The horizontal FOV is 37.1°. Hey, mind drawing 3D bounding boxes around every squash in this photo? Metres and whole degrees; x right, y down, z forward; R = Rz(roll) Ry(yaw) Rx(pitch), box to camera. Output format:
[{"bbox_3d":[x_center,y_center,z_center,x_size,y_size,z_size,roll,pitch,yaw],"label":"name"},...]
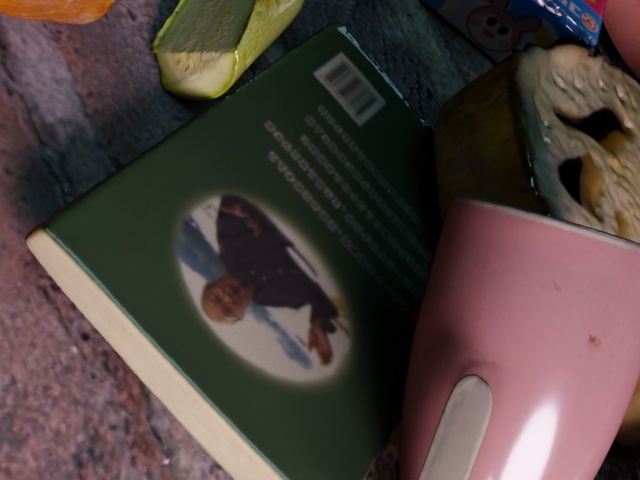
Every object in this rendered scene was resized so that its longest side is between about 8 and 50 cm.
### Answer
[{"bbox_3d":[-0.059,-0.191,0.762,0.075,0.090,0.200,51,40,-16],"label":"squash"}]

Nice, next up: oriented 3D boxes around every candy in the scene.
[{"bbox_3d":[0.230,-0.317,1.029,0.157,0.100,0.306,37,48,-15],"label":"candy"}]

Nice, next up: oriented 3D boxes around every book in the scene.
[{"bbox_3d":[0.000,0.000,0.712,0.260,0.043,0.371,48,45,-3],"label":"book"}]

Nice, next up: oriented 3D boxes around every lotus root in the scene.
[{"bbox_3d":[0.260,-0.008,0.839,0.390,0.111,0.375,39,47,-21],"label":"lotus root"}]

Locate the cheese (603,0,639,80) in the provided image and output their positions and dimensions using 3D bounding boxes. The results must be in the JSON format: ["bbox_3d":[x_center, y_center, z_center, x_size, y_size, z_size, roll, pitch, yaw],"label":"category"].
[{"bbox_3d":[0.397,-0.278,1.082,0.177,0.203,0.128,27,52,-3],"label":"cheese"}]

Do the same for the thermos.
[{"bbox_3d":[0.109,0.114,0.596,0.176,0.146,0.265,19,88,-62],"label":"thermos"}]

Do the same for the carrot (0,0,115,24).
[{"bbox_3d":[-0.228,-0.226,0.619,0.225,0.159,0.159,28,50,-33],"label":"carrot"}]
